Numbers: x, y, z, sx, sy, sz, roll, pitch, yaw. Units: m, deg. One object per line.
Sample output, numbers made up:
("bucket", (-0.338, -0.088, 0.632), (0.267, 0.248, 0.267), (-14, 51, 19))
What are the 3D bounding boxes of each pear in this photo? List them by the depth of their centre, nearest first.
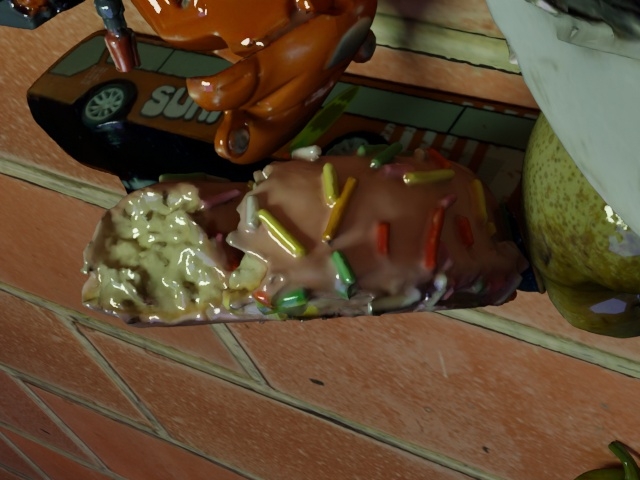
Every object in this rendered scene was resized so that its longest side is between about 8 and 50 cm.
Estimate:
("pear", (0.175, -0.020, 0.724), (0.167, 0.137, 0.167), (27, 163, 9))

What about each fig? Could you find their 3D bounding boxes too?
("fig", (0.243, 0.214, 1.228), (0.084, 0.082, 0.098), (61, 154, 29))

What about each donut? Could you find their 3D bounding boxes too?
("donut", (0.000, 0.000, 0.781), (0.199, 0.085, 0.233), (-1, 177, -35))

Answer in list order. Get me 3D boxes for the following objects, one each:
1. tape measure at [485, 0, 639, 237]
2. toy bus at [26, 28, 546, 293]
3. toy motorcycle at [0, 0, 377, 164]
("tape measure", (0.133, -0.095, 0.461), (0.265, 0.130, 0.258), (35, 151, 64))
("toy bus", (-0.024, -0.058, 0.982), (0.408, 0.092, 0.093), (16, 151, 37))
("toy motorcycle", (-0.091, -0.154, 0.827), (0.325, 0.148, 0.221), (12, 129, 38))
